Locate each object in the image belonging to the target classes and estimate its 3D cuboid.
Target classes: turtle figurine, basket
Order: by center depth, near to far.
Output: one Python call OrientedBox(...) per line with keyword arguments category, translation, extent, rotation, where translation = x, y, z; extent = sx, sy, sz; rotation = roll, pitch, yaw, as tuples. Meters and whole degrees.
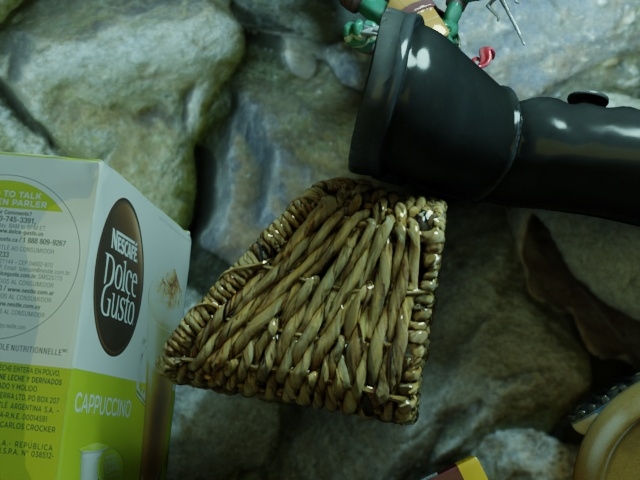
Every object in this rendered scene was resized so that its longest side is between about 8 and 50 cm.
OrientedBox(category="basket", translation=(-0.004, 0.048, 1.041), extent=(0.223, 0.299, 0.213), rotation=(9, 82, 8))
OrientedBox(category="turtle figurine", translation=(0.093, -0.233, 1.178), extent=(0.175, 0.118, 0.234), rotation=(-28, 60, -17))

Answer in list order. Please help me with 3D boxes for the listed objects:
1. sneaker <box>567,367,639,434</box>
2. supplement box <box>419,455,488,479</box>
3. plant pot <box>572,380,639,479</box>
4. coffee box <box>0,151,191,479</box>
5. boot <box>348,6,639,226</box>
OrientedBox(category="sneaker", translation=(0.359, 0.150, 1.099), extent=(0.237, 0.085, 0.086), rotation=(-19, 86, 5))
OrientedBox(category="supplement box", translation=(0.100, 0.331, 1.066), extent=(0.194, 0.129, 0.191), rotation=(-26, 79, 1))
OrientedBox(category="plant pot", translation=(0.346, 0.233, 1.023), extent=(0.236, 0.032, 0.236), rotation=(-1, 85, 17))
OrientedBox(category="coffee box", translation=(-0.331, 0.107, 1.045), extent=(0.338, 0.337, 0.334), rotation=(4, 80, 7))
OrientedBox(category="boot", translation=(0.264, -0.075, 1.011), extent=(0.445, 0.367, 0.146), rotation=(15, 93, 8))
